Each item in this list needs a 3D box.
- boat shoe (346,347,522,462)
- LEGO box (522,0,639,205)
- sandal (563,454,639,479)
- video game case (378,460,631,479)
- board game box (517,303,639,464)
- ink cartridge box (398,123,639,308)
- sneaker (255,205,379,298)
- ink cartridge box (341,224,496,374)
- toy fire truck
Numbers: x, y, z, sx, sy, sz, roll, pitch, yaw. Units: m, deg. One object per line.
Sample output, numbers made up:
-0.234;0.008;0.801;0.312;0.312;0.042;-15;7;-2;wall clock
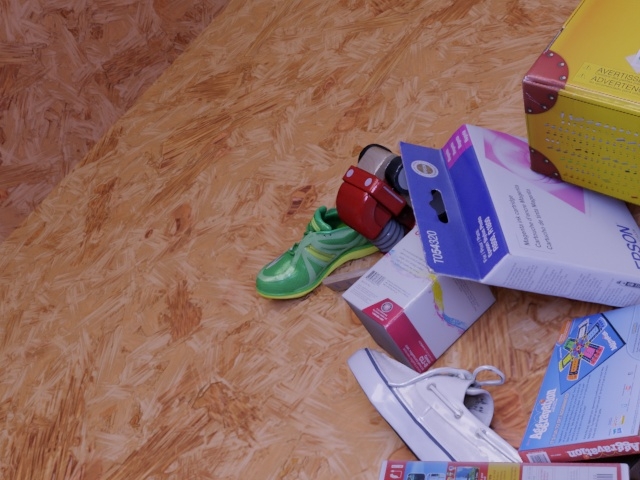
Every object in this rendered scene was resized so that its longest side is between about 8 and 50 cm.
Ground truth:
0.180;0.228;1.129;0.156;0.136;0.367;-40;38;-6;boat shoe
0.580;-0.207;1.134;0.500;0.193;0.372;24;63;32;LEGO box
0.388;0.235;0.985;0.302;0.086;0.120;-8;43;34;sandal
0.187;0.331;0.924;0.285;0.025;0.204;-5;41;22;video game case
0.345;0.170;1.059;0.145;0.027;0.281;-17;19;34;board game box
0.296;-0.050;1.243;0.324;0.330;0.071;-96;21;-51;ink cartridge box
0.000;0.000;1.560;0.295;0.123;0.109;-31;35;7;sneaker
0.154;0.088;1.321;0.176;0.127;0.128;-43;35;-10;ink cartridge box
0.094;-0.013;1.437;0.246;0.217;0.158;-55;35;-1;toy fire truck
